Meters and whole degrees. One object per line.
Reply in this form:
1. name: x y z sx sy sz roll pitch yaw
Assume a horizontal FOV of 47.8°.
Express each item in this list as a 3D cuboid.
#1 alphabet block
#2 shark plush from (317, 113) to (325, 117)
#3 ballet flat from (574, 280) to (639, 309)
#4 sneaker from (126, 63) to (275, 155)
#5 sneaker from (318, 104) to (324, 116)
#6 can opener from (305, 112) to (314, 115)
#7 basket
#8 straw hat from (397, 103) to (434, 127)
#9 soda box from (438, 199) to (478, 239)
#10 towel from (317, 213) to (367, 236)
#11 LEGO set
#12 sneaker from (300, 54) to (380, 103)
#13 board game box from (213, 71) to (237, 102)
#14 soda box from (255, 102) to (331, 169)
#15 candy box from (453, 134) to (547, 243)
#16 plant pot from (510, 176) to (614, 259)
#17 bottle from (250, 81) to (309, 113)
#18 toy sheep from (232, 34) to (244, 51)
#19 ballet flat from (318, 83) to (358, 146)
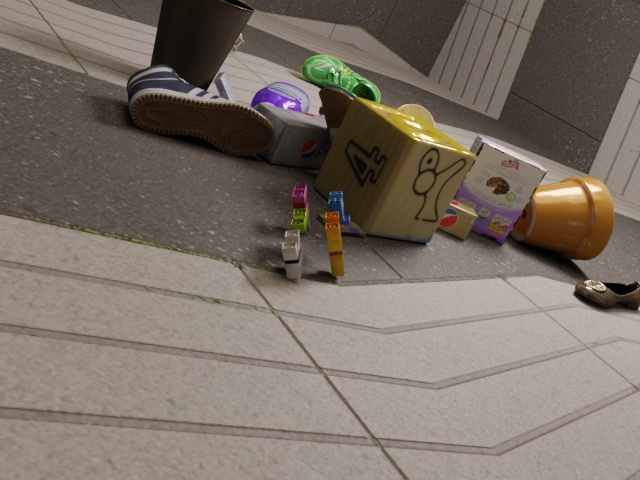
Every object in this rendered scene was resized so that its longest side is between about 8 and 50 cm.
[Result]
1. alphabet block: 0.137 -0.131 1.373 0.192 0.197 0.193 7 27 -43
2. shark plush: 0.000 -0.302 1.890 0.067 0.073 0.161 18 32 39
3. ballet flat: 0.651 0.111 1.605 0.250 0.058 0.084 10 25 -39
4. sneaker: -0.229 -0.249 1.362 0.282 0.099 0.153 10 27 -31
5. sneaker: 0.037 -0.352 2.030 0.075 0.057 0.161 21 14 40
6. can opener: 0.006 -0.239 1.692 0.059 0.073 0.186 38 12 32
7. basket: -0.276 -0.435 1.579 0.204 0.226 0.154 10 25 -36
8. straw hat: 0.293 -0.372 2.354 0.145 0.144 0.061 23 -20 -10
9. soda box: 0.240 -0.070 1.546 0.181 0.061 0.058 23 21 -9
10. towel: 0.037 -0.026 1.265 0.083 0.009 0.060 6 27 -45
11. LEGO set: 0.000 0.000 1.066 0.087 0.093 0.227 -5 25 6
12. sneaker: 0.078 -0.541 2.449 0.296 0.109 0.123 22 16 -14
13. board game box: -0.207 -0.324 1.608 0.020 0.090 0.090 -19 21 6
14. soda box: -0.023 -0.212 1.534 0.098 0.091 0.286 39 23 33
15. candy box: 0.387 -0.115 1.641 0.165 0.196 0.070 24 20 -8
16. plant pot: 0.568 -0.057 1.755 0.188 0.205 0.205 2 27 -17
17. bottle: -0.100 -0.300 1.653 0.118 0.092 0.283 22 20 1
18. toy sheep: -0.290 -0.651 2.309 0.091 0.091 0.132 21 2 -15
19. ballet flat: 0.094 -0.190 1.510 0.116 0.124 0.342 21 -8 39
